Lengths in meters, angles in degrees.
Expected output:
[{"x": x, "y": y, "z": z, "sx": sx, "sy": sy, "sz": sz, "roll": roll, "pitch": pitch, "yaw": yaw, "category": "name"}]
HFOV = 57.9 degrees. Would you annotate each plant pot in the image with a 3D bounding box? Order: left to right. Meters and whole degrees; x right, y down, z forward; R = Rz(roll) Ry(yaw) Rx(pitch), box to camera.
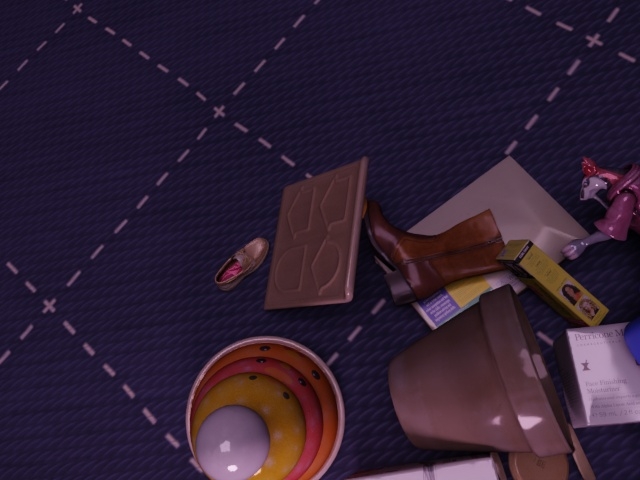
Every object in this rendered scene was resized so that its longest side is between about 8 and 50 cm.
[{"x": 0.298, "y": 0.284, "z": 1.139, "sx": 0.280, "sy": 0.323, "sz": 0.323, "roll": -23, "pitch": 67, "yaw": 19, "category": "plant pot"}]

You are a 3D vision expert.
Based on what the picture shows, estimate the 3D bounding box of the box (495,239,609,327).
[{"x": 0.483, "y": 0.091, "z": 1.211, "sx": 0.232, "sy": 0.087, "sz": 0.058, "roll": 39, "pitch": 83, "yaw": -8, "category": "box"}]

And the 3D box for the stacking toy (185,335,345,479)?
[{"x": -0.122, "y": 0.355, "z": 1.080, "sx": 0.350, "sy": 0.480, "sz": 0.350, "roll": 0, "pitch": 81, "yaw": 0, "category": "stacking toy"}]

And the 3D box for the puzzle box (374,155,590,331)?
[{"x": 0.363, "y": 0.022, "z": 1.334, "sx": 0.409, "sy": 0.052, "sz": 0.272, "roll": -36, "pitch": 67, "yaw": -1, "category": "puzzle box"}]

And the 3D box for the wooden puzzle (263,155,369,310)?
[{"x": 0.000, "y": 0.000, "z": 1.335, "sx": 0.348, "sy": 0.080, "sz": 0.322, "roll": -16, "pitch": 60, "yaw": 53, "category": "wooden puzzle"}]

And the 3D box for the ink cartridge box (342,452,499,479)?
[{"x": 0.203, "y": 0.494, "z": 1.121, "sx": 0.283, "sy": 0.207, "sz": 0.117, "roll": -12, "pitch": 71, "yaw": 8, "category": "ink cartridge box"}]

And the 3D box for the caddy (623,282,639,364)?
[{"x": 0.722, "y": 0.164, "z": 1.016, "sx": 0.341, "sy": 0.179, "sz": 0.241, "roll": 32, "pitch": 63, "yaw": 2, "category": "caddy"}]

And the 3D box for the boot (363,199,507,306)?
[{"x": 0.254, "y": -0.015, "z": 1.296, "sx": 0.280, "sy": 0.096, "sz": 0.264, "roll": -22, "pitch": 64, "yaw": 3, "category": "boot"}]

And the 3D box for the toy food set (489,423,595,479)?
[{"x": 0.434, "y": 0.451, "z": 1.158, "sx": 0.192, "sy": 0.038, "sz": 0.132, "roll": -14, "pitch": 71, "yaw": -10, "category": "toy food set"}]

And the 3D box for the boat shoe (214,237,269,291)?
[{"x": -0.197, "y": 0.056, "z": 1.450, "sx": 0.063, "sy": 0.059, "sz": 0.170, "roll": 39, "pitch": 83, "yaw": 22, "category": "boat shoe"}]

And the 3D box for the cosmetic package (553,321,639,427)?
[{"x": 0.567, "y": 0.268, "z": 1.144, "sx": 0.151, "sy": 0.151, "sz": 0.184, "roll": -9, "pitch": 69, "yaw": 9, "category": "cosmetic package"}]

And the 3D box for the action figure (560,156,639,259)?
[{"x": 0.672, "y": -0.045, "z": 1.158, "sx": 0.370, "sy": 0.276, "sz": 0.248, "roll": 39, "pitch": 63, "yaw": -5, "category": "action figure"}]
